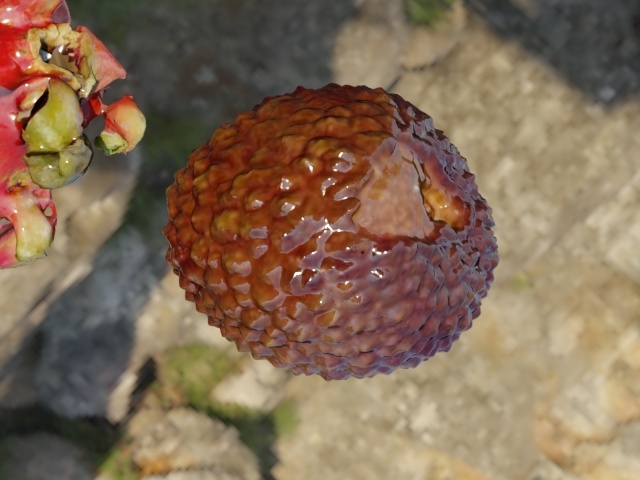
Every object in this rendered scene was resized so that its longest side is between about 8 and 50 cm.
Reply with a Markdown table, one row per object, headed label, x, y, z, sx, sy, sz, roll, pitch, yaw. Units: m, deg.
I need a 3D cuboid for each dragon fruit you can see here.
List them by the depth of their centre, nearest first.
| label | x | y | z | sx | sy | sz | roll | pitch | yaw |
| --- | --- | --- | --- | --- | --- | --- | --- | --- | --- |
| dragon fruit | -0.174 | -0.050 | 0.762 | 0.172 | 0.160 | 0.167 | -28 | -135 | 35 |

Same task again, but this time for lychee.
| label | x | y | z | sx | sy | sz | roll | pitch | yaw |
| --- | --- | --- | --- | --- | --- | --- | --- | --- | --- |
| lychee | 0.000 | 0.000 | 1.026 | 0.188 | 0.188 | 0.188 | -45 | 171 | -9 |
